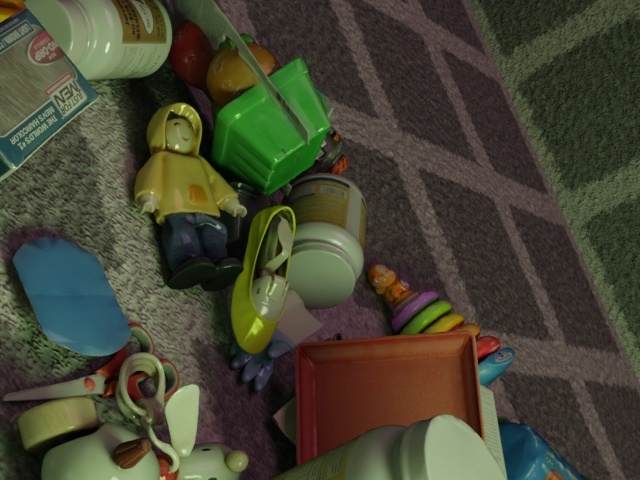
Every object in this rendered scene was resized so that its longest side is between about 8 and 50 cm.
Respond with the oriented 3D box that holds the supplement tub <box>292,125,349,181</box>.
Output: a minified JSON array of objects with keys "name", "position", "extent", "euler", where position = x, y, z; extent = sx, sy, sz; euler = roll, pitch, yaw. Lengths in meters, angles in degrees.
[{"name":"supplement tub","position":[-0.041,-0.185,2.015],"extent":[0.190,0.117,0.117],"euler":[53,26,-15]}]

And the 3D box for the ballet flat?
[{"name":"ballet flat","position":[-0.075,0.047,1.636],"extent":[0.077,0.077,0.231],"euler":[29,53,-31]}]

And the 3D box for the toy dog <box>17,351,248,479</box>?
[{"name":"toy dog","position":[-0.178,0.238,1.259],"extent":[0.334,0.161,0.220],"euler":[-26,93,-62]}]

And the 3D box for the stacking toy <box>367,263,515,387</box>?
[{"name":"stacking toy","position":[0.190,0.154,2.073],"extent":[0.302,0.166,0.175],"euler":[51,27,15]}]

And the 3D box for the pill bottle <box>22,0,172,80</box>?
[{"name":"pill bottle","position":[-0.319,-0.289,1.609],"extent":[0.131,0.131,0.229],"euler":[61,26,4]}]

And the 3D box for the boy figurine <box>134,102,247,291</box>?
[{"name":"boy figurine","position":[-0.185,-0.067,1.649],"extent":[0.177,0.092,0.285],"euler":[7,58,-36]}]

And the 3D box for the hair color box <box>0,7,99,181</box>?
[{"name":"hair color box","position":[-0.374,-0.049,1.009],"extent":[0.105,0.347,0.174],"euler":[52,26,-14]}]

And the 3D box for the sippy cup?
[{"name":"sippy cup","position":[0.326,0.421,1.874],"extent":[0.240,0.305,0.224],"euler":[-48,122,-19]}]

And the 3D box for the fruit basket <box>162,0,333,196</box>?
[{"name":"fruit basket","position":[-0.129,-0.253,1.740],"extent":[0.353,0.165,0.327],"euler":[58,-15,9]}]

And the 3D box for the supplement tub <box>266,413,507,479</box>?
[{"name":"supplement tub","position":[0.046,0.360,1.351],"extent":[0.241,0.331,0.241],"euler":[42,31,-32]}]

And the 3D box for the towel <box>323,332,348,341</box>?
[{"name":"towel","position":[0.110,0.345,1.805],"extent":[0.317,0.053,0.332],"euler":[43,31,-31]}]

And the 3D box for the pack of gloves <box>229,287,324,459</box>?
[{"name":"pack of gloves","position":[-0.020,0.180,1.689],"extent":[0.195,0.046,0.232],"euler":[46,35,0]}]

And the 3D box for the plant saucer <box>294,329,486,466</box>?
[{"name":"plant saucer","position":[0.096,0.259,1.598],"extent":[0.047,0.258,0.259],"euler":[75,11,-59]}]

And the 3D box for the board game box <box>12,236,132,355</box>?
[{"name":"board game box","position":[-0.303,0.074,1.369],"extent":[0.133,0.033,0.168],"euler":[2,52,-53]}]

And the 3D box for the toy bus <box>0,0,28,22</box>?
[{"name":"toy bus","position":[-0.408,-0.270,1.341],"extent":[0.149,0.211,0.220],"euler":[-7,71,-64]}]

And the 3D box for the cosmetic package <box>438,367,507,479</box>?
[{"name":"cosmetic package","position":[0.168,0.309,1.704],"extent":[0.151,0.151,0.183],"euler":[29,45,-43]}]

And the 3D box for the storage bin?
[{"name":"storage bin","position":[-0.108,-0.017,1.758],"extent":[0.135,0.098,0.091],"euler":[29,50,-47]}]

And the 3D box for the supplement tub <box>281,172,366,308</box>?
[{"name":"supplement tub","position":[0.000,0.000,1.861],"extent":[0.144,0.144,0.199],"euler":[46,29,-27]}]

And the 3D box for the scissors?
[{"name":"scissors","position":[-0.257,0.176,1.357],"extent":[0.109,0.021,0.297],"euler":[61,24,-1]}]
